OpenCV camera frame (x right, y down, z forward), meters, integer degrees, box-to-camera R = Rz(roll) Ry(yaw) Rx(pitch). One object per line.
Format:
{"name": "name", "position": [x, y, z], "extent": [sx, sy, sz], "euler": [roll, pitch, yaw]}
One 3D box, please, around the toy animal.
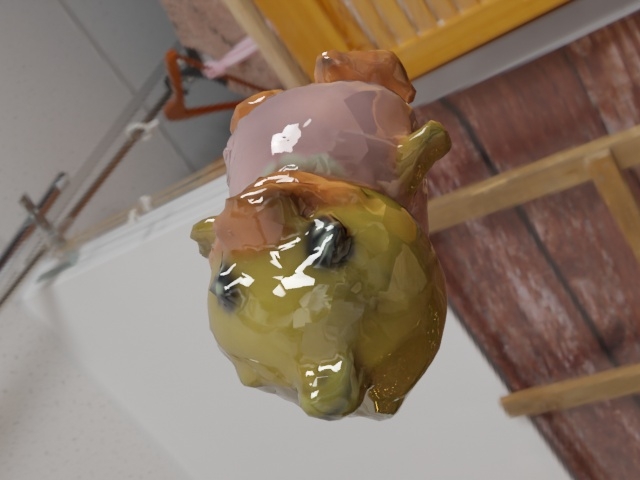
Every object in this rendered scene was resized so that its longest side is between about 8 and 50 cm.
{"name": "toy animal", "position": [0.002, 0.004, 0.630], "extent": [0.169, 0.195, 0.281], "euler": [56, -160, -24]}
